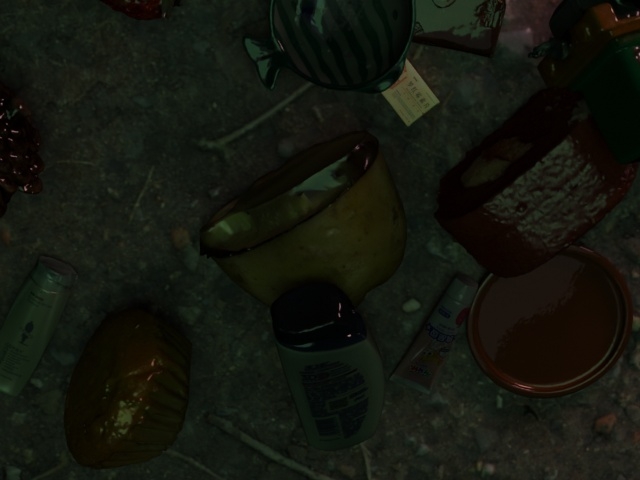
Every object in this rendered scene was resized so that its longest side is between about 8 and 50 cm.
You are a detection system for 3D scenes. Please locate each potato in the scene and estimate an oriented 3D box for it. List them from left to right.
[{"bbox_3d":[0.000,0.000,1.597,0.285,0.242,0.242,-35,106,4],"label":"potato"}]

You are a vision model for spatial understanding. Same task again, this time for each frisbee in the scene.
[{"bbox_3d":[0.341,0.120,1.741,0.250,0.021,0.251,-1,107,-3],"label":"frisbee"}]

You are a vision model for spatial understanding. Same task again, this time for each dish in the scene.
[{"bbox_3d":[0.022,-0.294,1.556,0.246,0.078,0.224,-26,97,18],"label":"dish"}]

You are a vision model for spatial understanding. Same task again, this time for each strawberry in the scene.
[{"bbox_3d":[-0.251,-0.351,1.512,0.148,0.131,0.131,3,108,-5],"label":"strawberry"}]

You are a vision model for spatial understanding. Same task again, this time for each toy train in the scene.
[{"bbox_3d":[0.465,-0.252,1.467,0.429,0.178,0.249,-18,78,-17],"label":"toy train"}]

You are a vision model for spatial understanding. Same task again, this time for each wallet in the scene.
[{"bbox_3d":[0.161,-0.308,1.593,0.176,0.026,0.095,11,108,-5],"label":"wallet"}]

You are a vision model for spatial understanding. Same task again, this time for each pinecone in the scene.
[{"bbox_3d":[-0.497,-0.117,1.532,0.272,0.224,0.224,-21,108,17],"label":"pinecone"}]

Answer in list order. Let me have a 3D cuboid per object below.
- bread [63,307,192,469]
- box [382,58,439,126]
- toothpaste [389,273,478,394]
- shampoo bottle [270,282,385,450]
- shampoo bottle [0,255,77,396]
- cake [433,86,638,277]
[{"bbox_3d":[-0.271,0.215,1.640,0.139,0.240,0.240,29,105,-25],"label":"bread"},{"bbox_3d":[0.116,-0.212,1.627,0.058,0.015,0.093,-38,106,8],"label":"box"},{"bbox_3d":[0.173,0.140,1.732,0.067,0.043,0.195,21,111,-10],"label":"toothpaste"},{"bbox_3d":[0.019,0.178,1.613,0.134,0.078,0.359,-13,145,0],"label":"shampoo bottle"},{"bbox_3d":[-0.424,0.125,1.696,0.072,0.049,0.212,25,105,-5],"label":"shampoo bottle"},{"bbox_3d":[0.293,-0.080,1.593,0.283,0.177,0.151,-40,105,11],"label":"cake"}]
